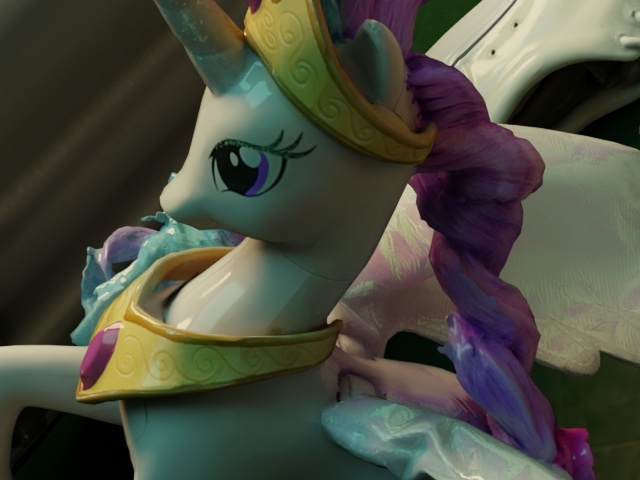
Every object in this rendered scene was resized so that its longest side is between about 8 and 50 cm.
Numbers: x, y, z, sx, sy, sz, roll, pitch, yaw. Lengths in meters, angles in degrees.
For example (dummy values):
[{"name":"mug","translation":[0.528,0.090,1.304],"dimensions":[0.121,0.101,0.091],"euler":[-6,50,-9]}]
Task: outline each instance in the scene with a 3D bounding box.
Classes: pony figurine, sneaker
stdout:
[{"name":"pony figurine","translation":[0.030,0.078,0.591],"dimensions":[0.363,0.351,0.303],"euler":[-60,24,24]},{"name":"sneaker","translation":[0.152,-0.121,0.830],"dimensions":[0.258,0.094,0.091],"euler":[-49,53,10]}]

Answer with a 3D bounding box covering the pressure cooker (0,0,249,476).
[{"name":"pressure cooker","translation":[-0.261,-0.042,0.796],"dimensions":[0.420,0.375,0.370],"euler":[-51,5,-29]}]
